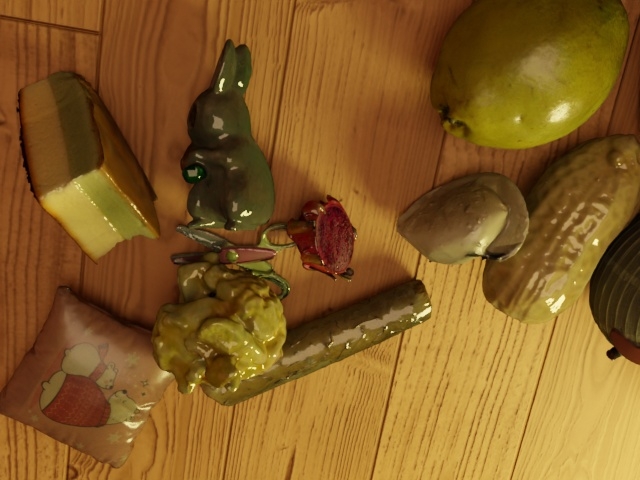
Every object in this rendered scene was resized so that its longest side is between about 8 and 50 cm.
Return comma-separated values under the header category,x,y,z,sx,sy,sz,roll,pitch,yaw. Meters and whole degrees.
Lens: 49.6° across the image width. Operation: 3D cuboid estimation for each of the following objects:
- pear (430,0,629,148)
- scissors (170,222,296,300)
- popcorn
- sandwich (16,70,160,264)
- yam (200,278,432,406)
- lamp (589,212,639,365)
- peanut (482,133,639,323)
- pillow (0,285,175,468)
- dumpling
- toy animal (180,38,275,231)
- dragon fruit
category,x,y,z,sx,sy,sz,roll,pitch,yaw
pear,0.272,-0.229,0.904,0.269,0.212,0.212,-31,108,-2
scissors,-0.127,0.022,1.030,0.187,0.020,0.134,11,110,-11
popcorn,-0.140,0.128,0.965,0.187,0.185,0.167,-51,136,-27
sandwich,-0.307,-0.096,0.931,0.108,0.220,0.186,-26,145,-1
yam,-0.005,0.158,1.059,0.371,0.083,0.083,-24,108,1
lamp,0.523,0.069,1.013,0.265,0.233,0.233,-29,108,8
peanut,0.358,-0.021,1.009,0.152,0.152,0.313,31,94,-15
pillow,-0.340,0.206,1.027,0.223,0.084,0.236,33,95,-17
dumpling,0.207,-0.031,0.999,0.092,0.176,0.150,39,66,-28
toy animal,-0.130,-0.139,0.945,0.125,0.127,0.251,-2,93,6
dragon fruit,-0.001,-0.005,1.006,0.126,0.068,0.112,37,58,-48
